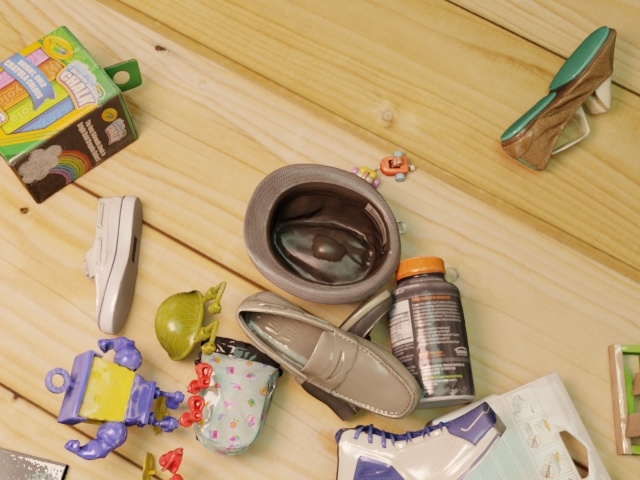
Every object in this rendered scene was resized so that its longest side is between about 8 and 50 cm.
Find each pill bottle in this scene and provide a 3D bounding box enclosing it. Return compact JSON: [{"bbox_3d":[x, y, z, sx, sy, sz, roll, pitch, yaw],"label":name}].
[{"bbox_3d":[0.182,0.153,1.250,0.130,0.130,0.246,-3,71,-5],"label":"pill bottle"}]

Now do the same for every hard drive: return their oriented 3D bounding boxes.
[{"bbox_3d":[-0.483,0.390,1.179,0.135,0.022,0.094,14,70,1],"label":"hard drive"}]

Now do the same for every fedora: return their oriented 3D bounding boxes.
[{"bbox_3d":[0.000,0.000,1.294,0.275,0.124,0.244,11,72,-5],"label":"fedora"}]

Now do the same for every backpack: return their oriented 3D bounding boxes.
[{"bbox_3d":[-0.146,0.255,1.201,0.151,0.115,0.182,13,73,-2],"label":"backpack"}]

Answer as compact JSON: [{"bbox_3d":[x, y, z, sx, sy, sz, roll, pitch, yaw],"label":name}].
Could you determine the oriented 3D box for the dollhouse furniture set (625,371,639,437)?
[{"bbox_3d":[0.674,0.255,1.212,0.261,0.135,0.259,19,71,3],"label":"dollhouse furniture set"}]

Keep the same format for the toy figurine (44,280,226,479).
[{"bbox_3d":[-0.300,0.206,1.129,0.217,0.191,0.363,20,63,-24],"label":"toy figurine"}]

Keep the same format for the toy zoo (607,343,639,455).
[{"bbox_3d":[0.658,0.283,1.290,0.293,0.030,0.193,4,71,-2],"label":"toy zoo"}]

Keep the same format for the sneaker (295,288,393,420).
[{"bbox_3d":[0.071,0.191,1.242,0.118,0.083,0.222,42,100,3],"label":"sneaker"}]

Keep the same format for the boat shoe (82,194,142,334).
[{"bbox_3d":[-0.368,0.041,1.281,0.084,0.095,0.258,2,60,1],"label":"boat shoe"}]

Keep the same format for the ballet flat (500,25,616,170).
[{"bbox_3d":[0.490,-0.265,1.439,0.124,0.116,0.342,45,73,-10],"label":"ballet flat"}]

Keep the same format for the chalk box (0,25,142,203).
[{"bbox_3d":[-0.454,-0.240,1.320,0.289,0.180,0.179,-38,78,-16],"label":"chalk box"}]

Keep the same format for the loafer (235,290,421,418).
[{"bbox_3d":[0.006,0.184,1.152,0.319,0.111,0.112,26,98,13],"label":"loafer"}]

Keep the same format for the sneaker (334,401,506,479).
[{"bbox_3d":[0.122,0.339,1.156,0.315,0.127,0.182,-43,72,7],"label":"sneaker"}]

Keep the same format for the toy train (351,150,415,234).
[{"bbox_3d":[0.119,-0.096,1.377,0.125,0.046,0.166,3,70,-3],"label":"toy train"}]

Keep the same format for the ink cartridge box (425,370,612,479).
[{"bbox_3d":[0.339,0.385,1.219,0.238,0.060,0.275,-19,73,-11],"label":"ink cartridge box"}]
